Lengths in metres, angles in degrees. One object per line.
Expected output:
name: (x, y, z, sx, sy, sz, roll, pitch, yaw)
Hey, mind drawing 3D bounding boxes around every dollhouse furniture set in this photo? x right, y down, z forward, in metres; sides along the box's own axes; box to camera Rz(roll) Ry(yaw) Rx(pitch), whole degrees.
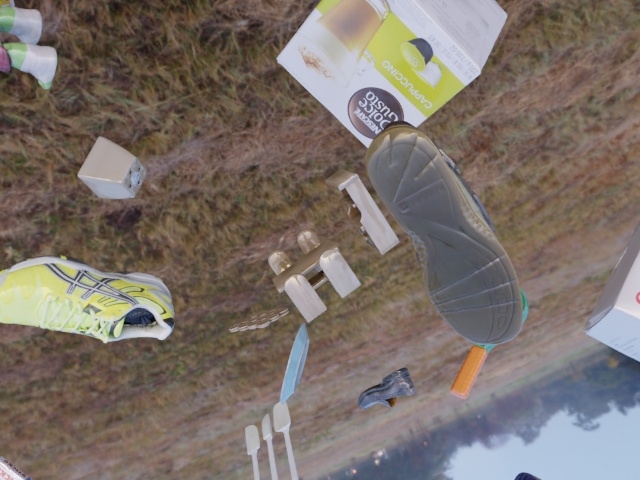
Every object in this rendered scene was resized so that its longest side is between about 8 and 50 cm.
dollhouse furniture set: (0.000, 0.000, 1.087, 0.242, 0.161, 0.212, -36, -163, -4)

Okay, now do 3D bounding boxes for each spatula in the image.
spatula: (-0.130, 0.560, 1.493, 0.168, 0.242, 0.019, -36, 129, 15)

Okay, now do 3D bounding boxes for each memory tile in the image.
memory tile: (-0.163, 0.211, 1.500, 0.147, 0.012, 0.113, -14, -170, 40)

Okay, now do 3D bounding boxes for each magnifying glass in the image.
magnifying glass: (0.282, 0.166, 0.965, 0.231, 0.092, 0.026, -56, 137, -25)

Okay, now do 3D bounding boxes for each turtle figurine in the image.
turtle figurine: (-0.541, -0.263, 0.799, 0.266, 0.197, 0.275, -4, 112, -45)

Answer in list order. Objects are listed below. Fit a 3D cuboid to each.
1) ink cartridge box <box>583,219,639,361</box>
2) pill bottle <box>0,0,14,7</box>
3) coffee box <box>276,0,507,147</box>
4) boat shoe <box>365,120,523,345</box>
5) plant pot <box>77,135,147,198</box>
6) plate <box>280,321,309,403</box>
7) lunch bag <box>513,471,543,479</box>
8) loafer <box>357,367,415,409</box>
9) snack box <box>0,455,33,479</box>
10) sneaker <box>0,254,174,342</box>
ink cartridge box: (0.458, 0.075, 0.638, 0.171, 0.232, 0.168, -59, 158, -9)
pill bottle: (-0.674, -0.454, 1.096, 0.117, 0.118, 0.208, -24, -154, 4)
coffee box: (0.169, -0.471, 1.311, 0.334, 0.337, 0.338, -36, -164, 45)
boat shoe: (0.116, -0.009, 0.498, 0.080, 0.224, 0.073, -24, -160, 28)
plant pot: (-0.464, -0.156, 1.288, 0.096, 0.109, 0.109, 16, 159, 13)
plate: (-0.053, 0.279, 1.279, 0.024, 0.188, 0.188, 14, 165, 7)
lunch bag: (0.276, 0.337, 0.693, 0.067, 0.098, 0.065, -61, -158, -3)
loafer: (0.144, 0.348, 1.264, 0.062, 0.061, 0.170, -8, 151, -41)
snack box: (-0.543, 0.480, 1.041, 0.064, 0.178, 0.022, -51, -178, -8)
sneaker: (-0.472, 0.129, 1.148, 0.384, 0.147, 0.145, 5, 114, -38)
